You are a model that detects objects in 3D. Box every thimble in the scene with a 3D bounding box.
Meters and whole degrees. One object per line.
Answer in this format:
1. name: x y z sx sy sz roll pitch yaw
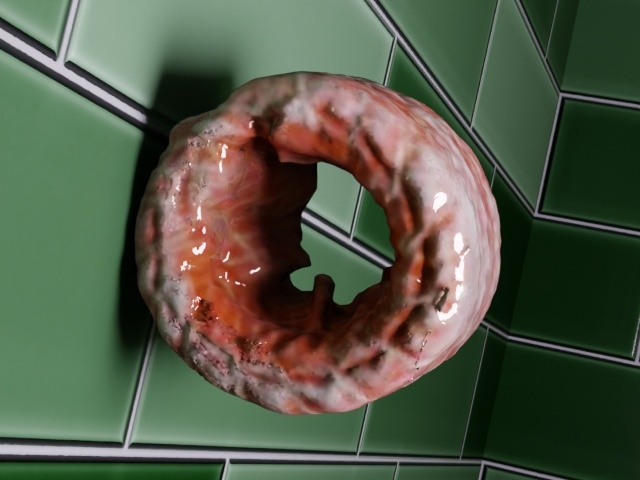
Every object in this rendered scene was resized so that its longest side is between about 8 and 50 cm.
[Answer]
1. thimble: 0.000 0.000 0.974 0.162 0.239 0.239 -13 113 -70
